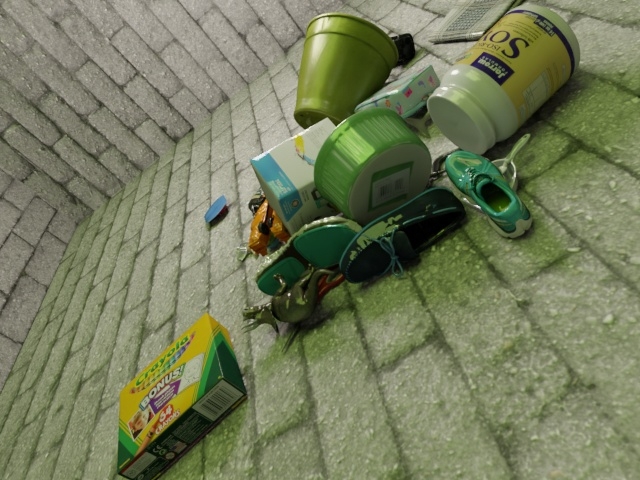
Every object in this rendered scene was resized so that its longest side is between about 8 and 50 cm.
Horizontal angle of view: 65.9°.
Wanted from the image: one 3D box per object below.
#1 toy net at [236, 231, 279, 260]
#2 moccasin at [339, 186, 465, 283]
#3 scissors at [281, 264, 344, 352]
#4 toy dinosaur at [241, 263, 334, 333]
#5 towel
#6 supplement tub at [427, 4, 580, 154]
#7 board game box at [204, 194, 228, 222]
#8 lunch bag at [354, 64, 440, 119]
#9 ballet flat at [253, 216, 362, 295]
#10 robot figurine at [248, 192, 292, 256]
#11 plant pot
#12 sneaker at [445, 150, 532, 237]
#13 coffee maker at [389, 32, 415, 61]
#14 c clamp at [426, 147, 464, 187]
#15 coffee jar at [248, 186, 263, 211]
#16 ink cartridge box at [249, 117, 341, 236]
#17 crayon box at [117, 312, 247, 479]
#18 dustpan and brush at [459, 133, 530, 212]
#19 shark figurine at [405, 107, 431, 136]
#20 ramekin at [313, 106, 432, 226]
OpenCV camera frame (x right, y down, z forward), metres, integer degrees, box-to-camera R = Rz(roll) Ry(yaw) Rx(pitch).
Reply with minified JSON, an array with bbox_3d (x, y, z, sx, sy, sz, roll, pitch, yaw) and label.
[{"bbox_3d":[-0.222,0.002,1.740,0.232,0.045,0.122,-18,40,35],"label":"toy net"},{"bbox_3d":[0.196,-0.008,1.206,0.342,0.138,0.117,-41,36,5],"label":"moccasin"},{"bbox_3d":[-0.031,0.171,1.356,0.297,0.021,0.109,-51,33,-11],"label":"scissors"},{"bbox_3d":[-0.062,0.160,1.302,0.313,0.121,0.160,-19,51,36],"label":"toy dinosaur"},{"bbox_3d":[0.604,-0.874,1.865,0.324,0.056,0.312,-46,32,-7],"label":"towel"},{"bbox_3d":[0.466,-0.409,1.282,0.331,0.241,0.241,-44,31,-3],"label":"supplement tub"},{"bbox_3d":[-0.451,-0.130,2.168,0.133,0.033,0.168,-48,26,2],"label":"board game box"},{"bbox_3d":[0.268,-0.480,1.671,0.224,0.108,0.279,-40,19,-26],"label":"lunch bag"},{"bbox_3d":[-0.040,0.021,1.389,0.409,0.147,0.147,-31,32,35],"label":"ballet flat"},{"bbox_3d":[-0.148,-0.089,1.645,0.211,0.085,0.291,-24,37,27],"label":"robot figurine"},{"bbox_3d":[0.064,-0.579,1.850,0.366,0.366,0.353,6,73,51],"label":"plant pot"},{"bbox_3d":[0.372,-0.126,1.113,0.107,0.110,0.275,-43,47,13],"label":"sneaker"},{"bbox_3d":[0.306,-0.802,2.048,0.171,0.120,0.178,-49,33,-11],"label":"coffee maker"},{"bbox_3d":[0.366,-0.211,1.371,0.161,0.022,0.137,-25,30,28],"label":"c clamp"},{"bbox_3d":[-0.201,-0.181,1.904,0.096,0.079,0.184,-4,49,46],"label":"coffee jar"},{"bbox_3d":[-0.027,-0.183,1.461,0.270,0.198,0.197,-31,55,-8],"label":"ink cartridge box"},{"bbox_3d":[-0.395,0.423,1.369,0.363,0.106,0.313,-42,31,1],"label":"crayon box"},{"bbox_3d":[0.439,-0.166,1.193,0.211,0.060,0.147,-44,32,-2],"label":"dustpan and brush"},{"bbox_3d":[0.393,-0.453,1.543,0.278,0.116,0.166,-27,33,20],"label":"shark figurine"},{"bbox_3d":[0.148,-0.181,1.311,0.303,0.303,0.148,-41,52,4],"label":"ramekin"}]
